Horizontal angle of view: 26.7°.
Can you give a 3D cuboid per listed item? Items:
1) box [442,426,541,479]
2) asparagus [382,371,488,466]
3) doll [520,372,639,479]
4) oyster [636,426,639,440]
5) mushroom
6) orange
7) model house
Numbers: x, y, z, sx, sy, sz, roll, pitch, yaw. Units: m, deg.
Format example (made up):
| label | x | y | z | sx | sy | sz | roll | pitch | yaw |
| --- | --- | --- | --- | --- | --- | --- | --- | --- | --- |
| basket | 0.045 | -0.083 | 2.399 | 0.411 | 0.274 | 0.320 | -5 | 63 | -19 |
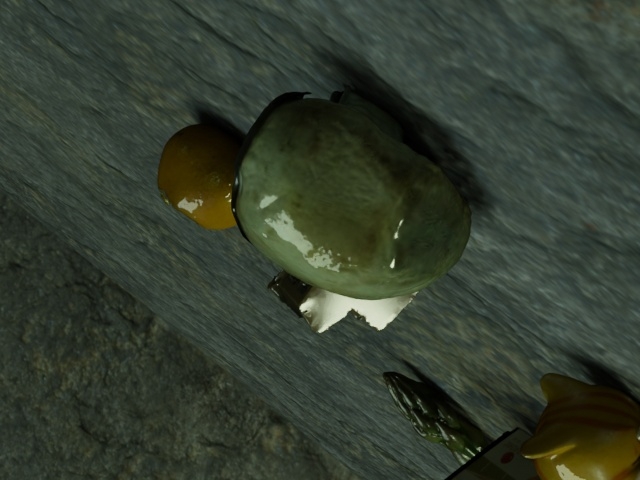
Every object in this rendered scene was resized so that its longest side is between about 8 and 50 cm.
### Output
| label | x | y | z | sx | sy | sz | roll | pitch | yaw |
| --- | --- | --- | --- | --- | --- | --- | --- | --- | --- |
| box | 0.272 | 0.458 | 1.838 | 0.385 | 0.344 | 0.122 | 27 | 148 | 58 |
| asparagus | 0.206 | 0.308 | 2.220 | 0.287 | 0.080 | 0.080 | 44 | 165 | -15 |
| doll | 0.362 | 0.285 | 1.608 | 0.162 | 0.167 | 0.270 | -23 | 115 | 25 |
| oyster | 0.479 | 0.264 | 1.371 | 0.341 | 0.110 | 0.166 | 35 | 170 | 5 |
| mushroom | 0.044 | -0.026 | 1.385 | 0.164 | 0.189 | 0.267 | 30 | 164 | 43 |
| orange | -0.152 | -0.082 | 1.817 | 0.156 | 0.134 | 0.156 | 46 | 162 | 20 |
| model house | 0.000 | 0.000 | 1.689 | 0.181 | 0.176 | 0.248 | 46 | 180 | -27 |
